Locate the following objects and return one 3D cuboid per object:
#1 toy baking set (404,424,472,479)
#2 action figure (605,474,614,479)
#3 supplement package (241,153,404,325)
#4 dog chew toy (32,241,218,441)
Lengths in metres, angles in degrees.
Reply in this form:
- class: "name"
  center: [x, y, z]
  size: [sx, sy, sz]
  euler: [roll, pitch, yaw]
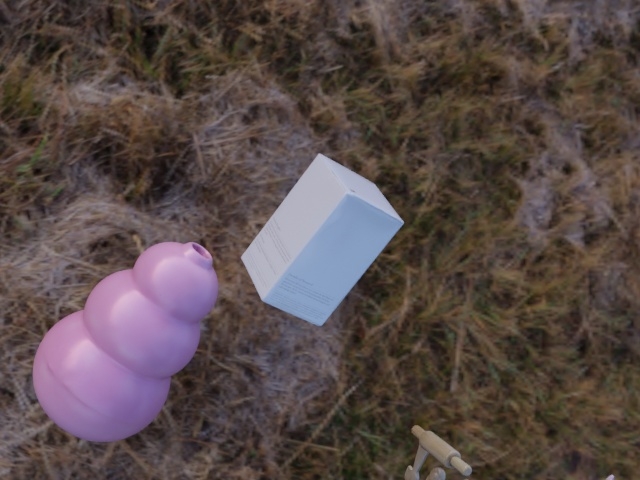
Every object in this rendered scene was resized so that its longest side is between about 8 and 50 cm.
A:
- class: "toy baking set"
  center: [0.184, 0.395, 1.504]
  size: [0.030, 0.256, 0.196]
  euler: [-12, 111, -21]
- class: "action figure"
  center: [0.438, 0.368, 0.999]
  size: [0.370, 0.248, 0.275]
  euler: [-13, 81, -50]
- class: "supplement package"
  center: [0.000, 0.000, 1.217]
  size: [0.105, 0.105, 0.179]
  euler: [27, 110, -34]
- class: "dog chew toy"
  center: [-0.275, 0.139, 1.407]
  size: [0.207, 0.206, 0.331]
  euler: [32, 104, -33]
